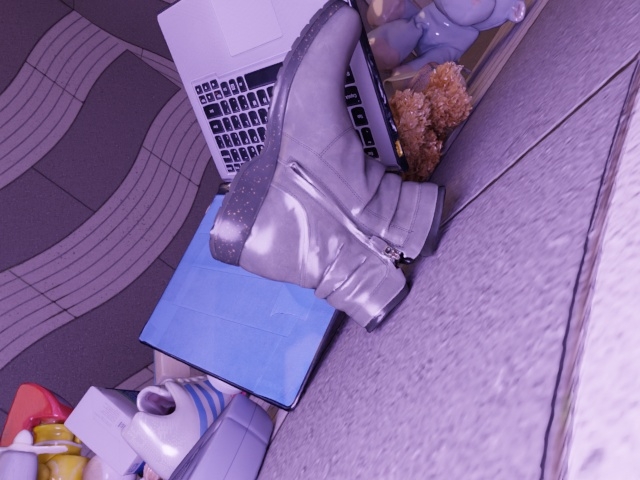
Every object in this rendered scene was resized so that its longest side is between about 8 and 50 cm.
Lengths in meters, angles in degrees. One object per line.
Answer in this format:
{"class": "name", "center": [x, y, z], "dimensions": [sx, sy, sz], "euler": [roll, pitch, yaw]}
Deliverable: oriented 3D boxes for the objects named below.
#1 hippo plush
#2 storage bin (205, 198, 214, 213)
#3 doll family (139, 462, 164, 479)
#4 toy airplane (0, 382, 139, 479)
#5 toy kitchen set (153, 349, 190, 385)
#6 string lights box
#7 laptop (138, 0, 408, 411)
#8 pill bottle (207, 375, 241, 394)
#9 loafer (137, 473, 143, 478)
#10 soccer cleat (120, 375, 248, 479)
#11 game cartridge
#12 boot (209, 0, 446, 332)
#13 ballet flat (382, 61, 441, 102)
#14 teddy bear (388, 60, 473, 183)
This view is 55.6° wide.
{"class": "hippo plush", "center": [0.251, -0.374, 1.086], "dimensions": [0.294, 0.234, 0.237], "euler": [-3, -12, -36]}
{"class": "storage bin", "center": [-0.056, -0.063, 1.242], "dimensions": [0.123, 0.262, 0.260], "euler": [-49, 4, 38]}
{"class": "doll family", "center": [-0.279, 0.415, 0.861], "dimensions": [0.163, 0.118, 0.263], "euler": [-60, -18, 23]}
{"class": "toy airplane", "center": [-0.430, 0.448, 0.996], "dimensions": [0.273, 0.384, 0.386], "euler": [-24, 11, -2]}
{"class": "toy kitchen set", "center": [-0.232, 0.255, 1.164], "dimensions": [0.166, 0.207, 0.122], "euler": [-53, 37, 36]}
{"class": "string lights box", "center": [-0.302, 0.325, 1.047], "dimensions": [0.076, 0.133, 0.259], "euler": [-55, -19, -7]}
{"class": "laptop", "center": [-0.122, -0.083, 0.701], "dimensions": [0.236, 0.407, 0.382], "euler": [-31, 21, -33]}
{"class": "pill bottle", "center": [-0.102, 0.152, 0.904], "dimensions": [0.184, 0.103, 0.103], "euler": [-52, 3, 36]}
{"class": "loafer", "center": [-0.388, 0.514, 1.413], "dimensions": [0.092, 0.102, 0.268], "euler": [-48, 0, -29]}
{"class": "soccer cleat", "center": [-0.203, 0.254, 0.959], "dimensions": [0.116, 0.143, 0.331], "euler": [-54, 2, 6]}
{"class": "game cartridge", "center": [-0.132, 0.263, 0.501], "dimensions": [0.196, 0.060, 0.294], "euler": [-57, 1, 24]}
{"class": "boot", "center": [0.029, -0.061, 0.493], "dimensions": [0.083, 0.161, 0.246], "euler": [86, -155, -80]}
{"class": "ballet flat", "center": [0.131, -0.229, 1.071], "dimensions": [0.108, 0.106, 0.316], "euler": [-34, 7, -28]}
{"class": "teddy bear", "center": [0.088, -0.105, 0.819], "dimensions": [0.338, 0.113, 0.245], "euler": [-54, 0, -9]}
